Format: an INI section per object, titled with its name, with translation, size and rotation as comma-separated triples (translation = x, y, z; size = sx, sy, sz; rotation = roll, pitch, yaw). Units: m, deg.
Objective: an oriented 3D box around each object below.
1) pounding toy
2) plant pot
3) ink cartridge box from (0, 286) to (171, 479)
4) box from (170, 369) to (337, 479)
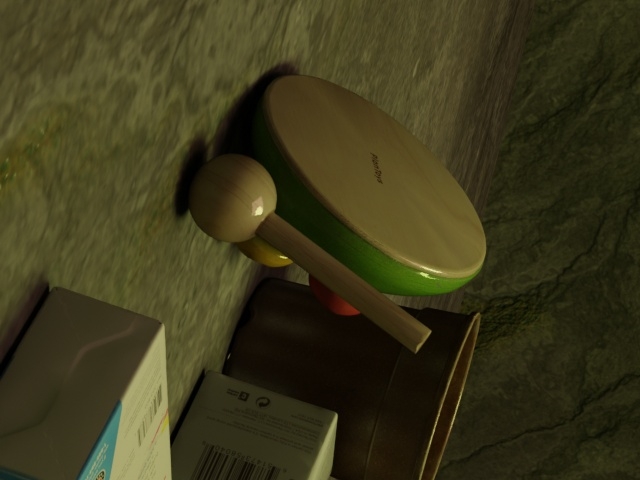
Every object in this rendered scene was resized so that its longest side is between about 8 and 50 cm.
[pounding toy]
translation = 0.000, 0.000, 1.029
size = 0.110, 0.183, 0.237
rotation = -49, -179, 26
[plant pot]
translation = 0.019, 0.111, 1.210
size = 0.167, 0.165, 0.167
rotation = 17, 90, -80
[ink cartridge box]
translation = -0.121, 0.123, 0.785
size = 0.181, 0.061, 0.104
rotation = 94, 17, -49
[box]
translation = -0.051, 0.165, 1.105
size = 0.087, 0.101, 0.102
rotation = 94, 16, -52
